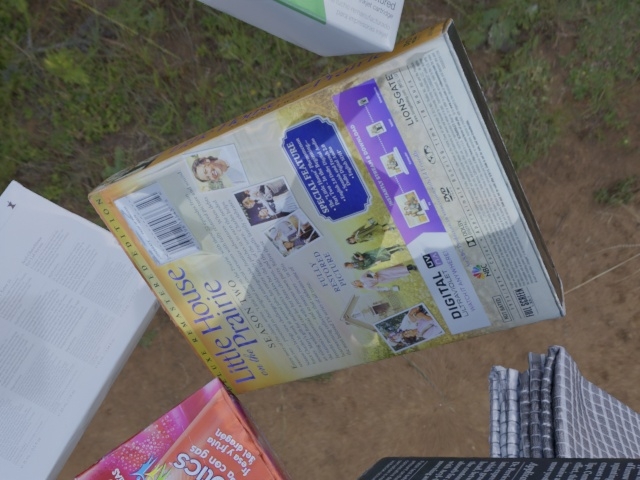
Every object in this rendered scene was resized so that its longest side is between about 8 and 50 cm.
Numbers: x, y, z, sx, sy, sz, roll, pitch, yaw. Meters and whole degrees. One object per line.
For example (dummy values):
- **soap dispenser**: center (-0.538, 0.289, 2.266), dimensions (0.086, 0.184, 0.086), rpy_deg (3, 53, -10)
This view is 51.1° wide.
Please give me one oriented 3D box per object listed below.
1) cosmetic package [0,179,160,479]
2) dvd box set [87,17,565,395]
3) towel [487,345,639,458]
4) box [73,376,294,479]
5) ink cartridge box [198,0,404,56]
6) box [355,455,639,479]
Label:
- **cosmetic package**: center (-0.434, 0.140, 0.997), dimensions (0.284, 0.097, 0.377), rpy_deg (29, 71, -2)
- **dvd box set**: center (0.000, 0.000, 0.709), dimensions (0.420, 0.062, 0.308), rpy_deg (-20, 113, 26)
- **towel**: center (0.346, 0.299, 0.871), dimensions (0.235, 0.121, 0.284), rpy_deg (32, 41, -15)
- **box**: center (-0.098, 0.217, 0.589), dimensions (0.128, 0.257, 0.123), rpy_deg (-34, 77, -12)
- **ink cartridge box**: center (0.000, -0.273, 0.526), dimensions (0.093, 0.154, 0.213), rpy_deg (14, 92, 49)
- **box**: center (0.205, 0.363, 0.573), dimensions (0.395, 0.212, 0.294), rpy_deg (-11, 91, 33)
